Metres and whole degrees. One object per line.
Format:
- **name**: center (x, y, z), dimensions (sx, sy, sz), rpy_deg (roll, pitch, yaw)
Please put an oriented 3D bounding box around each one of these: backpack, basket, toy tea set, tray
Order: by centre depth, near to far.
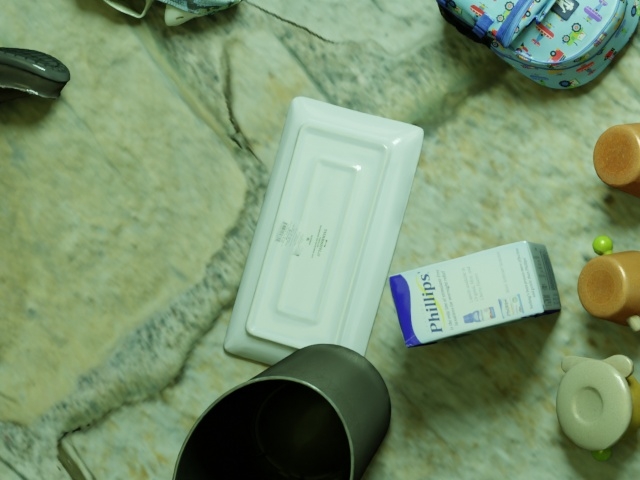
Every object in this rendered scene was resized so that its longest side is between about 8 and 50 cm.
- **basket**: center (-0.021, 0.185, 1.783), dimensions (0.154, 0.227, 0.204), rpy_deg (34, 110, 6)
- **toy tea set**: center (0.339, 0.048, 1.790), dimensions (0.200, 0.124, 0.336), rpy_deg (7, 92, 44)
- **backpack**: center (0.213, -0.234, 1.819), dimensions (0.173, 0.117, 0.158), rpy_deg (42, 98, 11)
- **tray**: center (0.000, 0.000, 1.904), dimensions (0.145, 0.030, 0.270), rpy_deg (16, 91, 16)

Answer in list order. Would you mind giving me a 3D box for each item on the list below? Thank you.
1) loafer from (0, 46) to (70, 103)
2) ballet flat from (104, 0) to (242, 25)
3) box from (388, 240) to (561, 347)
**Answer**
- **loafer**: center (-0.361, -0.164, 1.992), dimensions (0.220, 0.080, 0.078), rpy_deg (8, 98, 20)
- **ballet flat**: center (-0.164, -0.254, 1.953), dimensions (0.188, 0.070, 0.070), rpy_deg (19, 92, 17)
- **box**: center (0.148, 0.051, 1.812), dimensions (0.137, 0.126, 0.072), rpy_deg (-15, 85, 14)
